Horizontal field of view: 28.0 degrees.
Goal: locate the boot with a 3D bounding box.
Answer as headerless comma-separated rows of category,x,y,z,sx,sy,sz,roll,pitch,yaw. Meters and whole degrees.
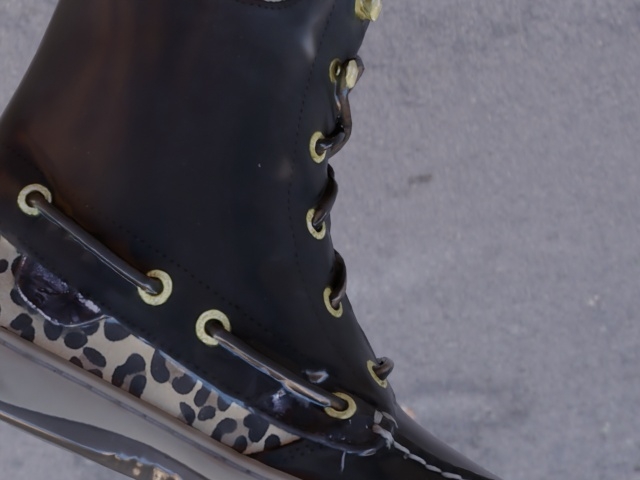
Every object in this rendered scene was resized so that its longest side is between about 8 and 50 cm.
boot,-0.001,-0.001,0.402,0.236,0.178,0.085,23,168,-5
